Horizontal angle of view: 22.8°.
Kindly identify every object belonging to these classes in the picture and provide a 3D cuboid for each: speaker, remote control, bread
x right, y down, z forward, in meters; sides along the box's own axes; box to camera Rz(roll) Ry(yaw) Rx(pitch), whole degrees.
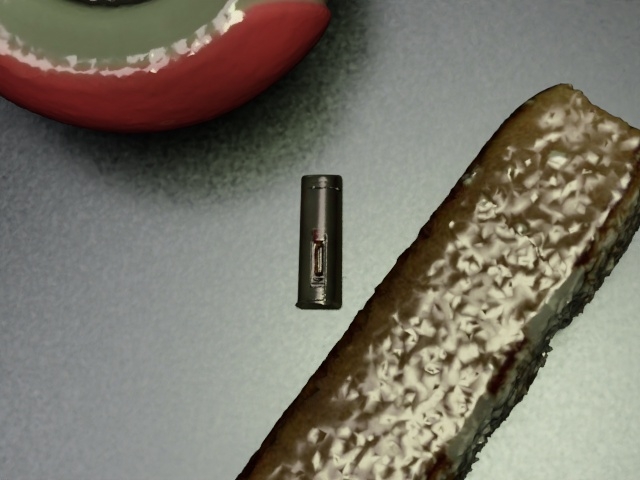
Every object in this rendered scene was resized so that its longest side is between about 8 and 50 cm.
[{"bbox_3d":[-0.118,-0.205,0.966,0.294,0.294,0.294,-1,81,3],"label":"speaker"},{"bbox_3d":[0.000,0.000,1.051,0.034,0.016,0.091,-1,80,8],"label":"remote control"},{"bbox_3d":[0.052,0.106,0.957,0.113,0.165,0.417,35,85,9],"label":"bread"}]
